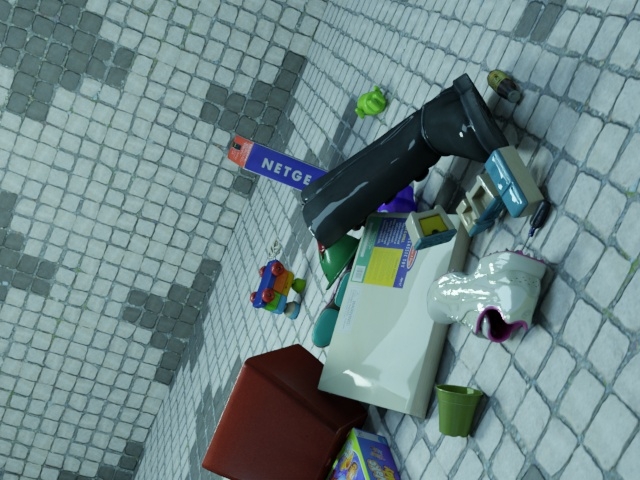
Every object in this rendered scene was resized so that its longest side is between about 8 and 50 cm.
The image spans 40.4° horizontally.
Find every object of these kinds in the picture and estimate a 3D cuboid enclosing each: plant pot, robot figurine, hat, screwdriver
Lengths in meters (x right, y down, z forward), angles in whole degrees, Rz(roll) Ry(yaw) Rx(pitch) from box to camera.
[{"bbox_3d":[-0.055,0.409,1.892,0.267,0.235,0.267,-3,-62,-66],"label":"plant pot"},{"bbox_3d":[0.148,-0.399,2.530,0.101,0.067,0.115,-54,15,-6],"label":"robot figurine"},{"bbox_3d":[0.235,0.296,1.501,0.083,0.083,0.079,-169,85,-73],"label":"plant pot"},{"bbox_3d":[0.000,0.000,2.274,0.208,0.183,0.173,-55,1,30],"label":"hat"},{"bbox_3d":[0.362,0.005,1.522,0.024,0.025,0.170,-106,31,-62],"label":"screwdriver"}]

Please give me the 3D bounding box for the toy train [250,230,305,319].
[{"bbox_3d":[-0.106,0.109,2.651,0.105,0.143,0.248,-18,49,59],"label":"toy train"}]

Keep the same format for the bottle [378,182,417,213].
[{"bbox_3d":[0.170,-0.016,1.995,0.118,0.092,0.283,-35,38,52],"label":"bottle"}]

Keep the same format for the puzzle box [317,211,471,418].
[{"bbox_3d":[0.154,0.139,1.788,0.272,0.052,0.409,5,74,50],"label":"puzzle box"}]

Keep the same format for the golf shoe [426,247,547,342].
[{"bbox_3d":[0.272,0.117,1.514,0.306,0.115,0.140,140,142,-61],"label":"golf shoe"}]

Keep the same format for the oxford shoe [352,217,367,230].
[{"bbox_3d":[0.112,-0.076,2.305,0.227,0.082,0.096,162,103,-67],"label":"oxford shoe"}]

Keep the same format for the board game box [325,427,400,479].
[{"bbox_3d":[0.080,0.561,1.668,0.347,0.078,0.233,-112,44,-66],"label":"board game box"}]

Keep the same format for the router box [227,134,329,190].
[{"bbox_3d":[-0.093,-0.211,2.609,0.082,0.335,0.301,-68,17,5],"label":"router box"}]

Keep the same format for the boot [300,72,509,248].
[{"bbox_3d":[0.151,-0.139,1.767,0.445,0.146,0.367,-32,14,15],"label":"boot"}]

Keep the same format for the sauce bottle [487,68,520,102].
[{"bbox_3d":[0.376,-0.315,1.776,0.128,0.042,0.042,-106,39,-64],"label":"sauce bottle"}]

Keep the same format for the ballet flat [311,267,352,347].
[{"bbox_3d":[0.045,0.174,2.236,0.079,0.076,0.222,14,-80,-89],"label":"ballet flat"}]

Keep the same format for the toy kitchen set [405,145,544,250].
[{"bbox_3d":[0.272,-0.052,1.585,0.207,0.166,0.122,113,138,-57],"label":"toy kitchen set"}]
